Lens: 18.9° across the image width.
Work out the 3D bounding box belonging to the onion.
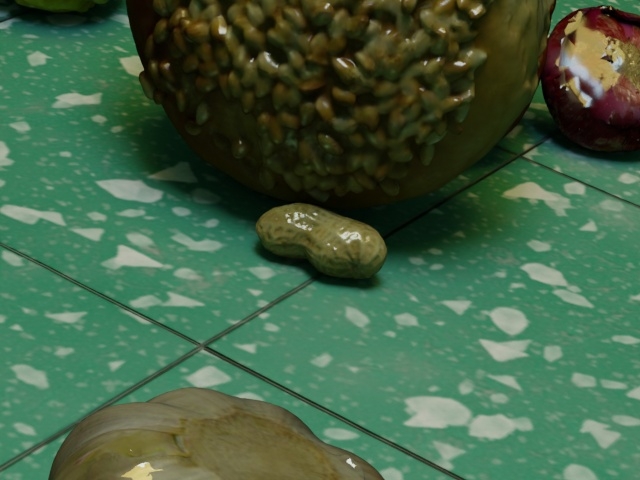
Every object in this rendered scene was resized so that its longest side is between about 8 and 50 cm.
[{"bbox_3d":[0.272,-0.148,1.883,0.150,0.140,0.150,6,72,-18],"label":"onion"}]

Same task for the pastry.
[{"bbox_3d":[0.007,-0.223,1.607,0.409,0.410,0.245,22,17,20],"label":"pastry"}]

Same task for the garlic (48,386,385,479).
[{"bbox_3d":[-0.055,0.180,1.102,0.227,0.152,0.228,21,17,-7],"label":"garlic"}]

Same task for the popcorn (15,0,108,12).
[{"bbox_3d":[-0.268,-0.338,1.931,0.200,0.203,0.226,18,38,27],"label":"popcorn"}]

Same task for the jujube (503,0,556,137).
[{"bbox_3d":[0.130,-0.228,1.861,0.216,0.216,0.342,7,37,-6],"label":"jujube"}]

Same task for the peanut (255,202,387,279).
[{"bbox_3d":[0.000,0.000,1.559,0.113,0.054,0.054,17,29,18],"label":"peanut"}]
